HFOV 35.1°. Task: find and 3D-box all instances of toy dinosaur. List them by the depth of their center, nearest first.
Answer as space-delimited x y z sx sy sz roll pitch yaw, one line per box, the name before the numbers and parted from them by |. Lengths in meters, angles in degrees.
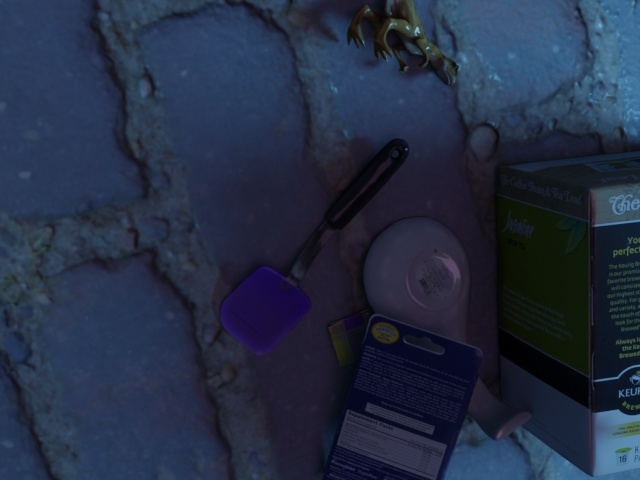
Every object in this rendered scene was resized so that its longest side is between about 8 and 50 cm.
toy dinosaur | 0.083 -0.257 1.117 0.112 0.064 0.212 -41 119 -25

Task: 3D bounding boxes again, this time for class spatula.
spatula | 0.000 0.000 1.145 0.084 0.030 0.296 40 87 -17

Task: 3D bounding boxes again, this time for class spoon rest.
spoon rest | 0.147 0.103 1.193 0.137 0.084 0.276 -30 94 -17

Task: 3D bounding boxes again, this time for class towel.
towel | 0.053 0.111 1.193 0.083 0.009 0.060 -20 106 -12

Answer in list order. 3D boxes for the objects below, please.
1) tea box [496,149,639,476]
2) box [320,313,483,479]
tea box | 0.401 0.063 1.179 0.328 0.220 0.324 -6 103 -16
box | 0.094 0.200 1.159 0.136 0.036 0.225 19 108 9
